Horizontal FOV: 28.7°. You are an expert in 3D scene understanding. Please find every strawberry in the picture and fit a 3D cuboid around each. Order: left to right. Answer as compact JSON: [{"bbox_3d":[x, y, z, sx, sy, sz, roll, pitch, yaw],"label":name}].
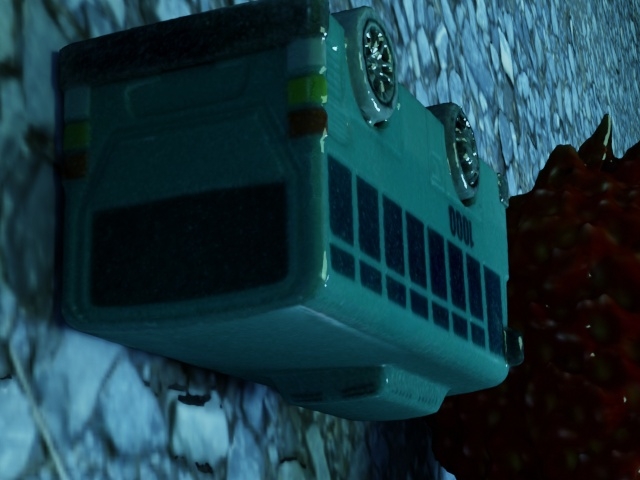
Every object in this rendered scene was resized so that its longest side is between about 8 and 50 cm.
[{"bbox_3d":[0.209,0.120,0.828,0.292,0.292,0.343,39,35,-61],"label":"strawberry"}]

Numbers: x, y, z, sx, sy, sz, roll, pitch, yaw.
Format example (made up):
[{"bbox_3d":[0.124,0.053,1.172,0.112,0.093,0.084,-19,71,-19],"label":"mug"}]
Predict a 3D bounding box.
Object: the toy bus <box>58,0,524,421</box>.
[{"bbox_3d":[0.000,0.000,0.571,0.256,0.128,0.147,30,56,-61],"label":"toy bus"}]
